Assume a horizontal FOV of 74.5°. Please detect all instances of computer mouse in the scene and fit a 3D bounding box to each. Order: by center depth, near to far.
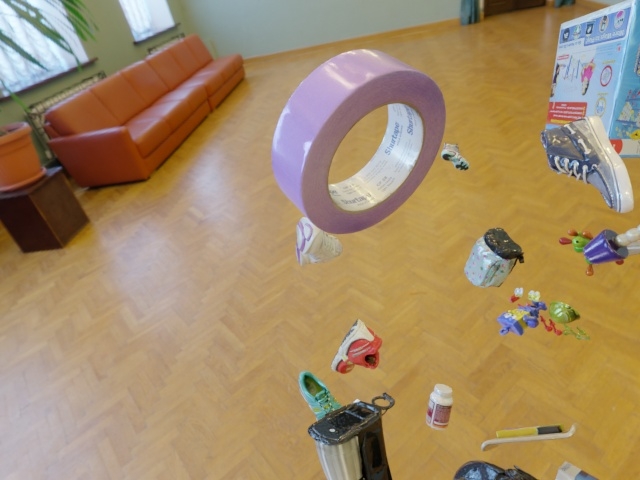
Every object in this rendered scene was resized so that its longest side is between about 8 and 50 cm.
[{"bbox_3d":[0.457,0.607,1.067,0.272,0.189,0.072,-39,19,50],"label":"computer mouse"}]

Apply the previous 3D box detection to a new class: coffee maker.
[{"bbox_3d":[0.079,0.396,0.749,0.171,0.178,0.120,-13,5,-13],"label":"coffee maker"}]

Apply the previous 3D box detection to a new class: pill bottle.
[{"bbox_3d":[0.456,0.633,1.605,0.086,0.151,0.086,8,9,-1],"label":"pill bottle"}]

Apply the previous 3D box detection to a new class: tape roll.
[{"bbox_3d":[0.064,-0.145,0.662,0.275,0.274,0.090,-27,52,-20],"label":"tape roll"}]

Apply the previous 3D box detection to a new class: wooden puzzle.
[{"bbox_3d":[0.575,0.529,1.152,0.239,0.221,0.044,-24,60,24],"label":"wooden puzzle"}]

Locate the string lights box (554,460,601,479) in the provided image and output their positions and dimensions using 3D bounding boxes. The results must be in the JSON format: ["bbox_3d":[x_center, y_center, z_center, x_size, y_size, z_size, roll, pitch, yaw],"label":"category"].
[{"bbox_3d":[0.742,0.712,1.082,0.077,0.133,0.260,7,8,-45],"label":"string lights box"}]

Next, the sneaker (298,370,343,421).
[{"bbox_3d":[0.014,0.551,1.404,0.107,0.110,0.275,-36,58,-21],"label":"sneaker"}]

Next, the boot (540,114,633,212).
[{"bbox_3d":[0.408,-0.112,0.654,0.086,0.069,0.189,-13,48,23],"label":"boot"}]

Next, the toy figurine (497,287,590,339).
[{"bbox_3d":[0.829,0.340,1.674,0.217,0.191,0.362,-29,8,-8],"label":"toy figurine"}]

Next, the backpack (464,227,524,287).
[{"bbox_3d":[0.548,0.066,1.351,0.115,0.181,0.151,4,37,-12],"label":"backpack"}]

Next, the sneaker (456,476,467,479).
[{"bbox_3d":[0.288,0.588,0.780,0.124,0.283,0.107,-25,9,-9],"label":"sneaker"}]

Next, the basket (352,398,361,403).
[{"bbox_3d":[0.139,0.712,1.597,0.167,0.103,0.113,-48,10,-14],"label":"basket"}]

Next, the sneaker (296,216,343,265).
[{"bbox_3d":[0.000,0.000,1.316,0.152,0.305,0.114,-3,75,-5],"label":"sneaker"}]

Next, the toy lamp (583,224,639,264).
[{"bbox_3d":[0.696,-0.027,0.889,0.080,0.275,0.080,15,56,-23],"label":"toy lamp"}]

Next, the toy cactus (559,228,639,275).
[{"bbox_3d":[0.758,0.026,1.109,0.181,0.219,0.112,-6,64,58],"label":"toy cactus"}]

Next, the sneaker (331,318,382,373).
[{"bbox_3d":[0.111,0.340,1.228,0.118,0.279,0.107,33,58,15],"label":"sneaker"}]

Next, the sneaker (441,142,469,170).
[{"bbox_3d":[0.393,-0.249,1.211,0.038,0.098,0.069,-30,37,51],"label":"sneaker"}]

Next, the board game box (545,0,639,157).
[{"bbox_3d":[0.641,-0.359,0.966,0.086,0.301,0.308,0,19,4],"label":"board game box"}]
